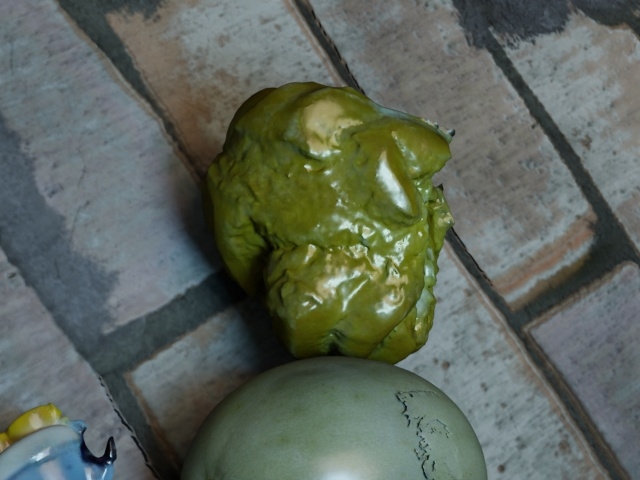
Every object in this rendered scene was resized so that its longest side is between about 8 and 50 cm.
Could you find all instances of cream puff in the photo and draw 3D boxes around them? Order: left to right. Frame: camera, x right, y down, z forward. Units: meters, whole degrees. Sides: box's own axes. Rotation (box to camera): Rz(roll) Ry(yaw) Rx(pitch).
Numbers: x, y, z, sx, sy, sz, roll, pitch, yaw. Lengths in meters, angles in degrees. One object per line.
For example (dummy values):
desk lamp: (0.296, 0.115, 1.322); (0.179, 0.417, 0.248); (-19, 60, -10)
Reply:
cream puff: (-0.006, -0.005, 1.893); (0.274, 0.323, 0.270); (19, 70, 15)

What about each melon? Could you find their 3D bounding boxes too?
melon: (0.025, 0.245, 1.773); (0.330, 0.268, 0.268); (8, 62, -38)

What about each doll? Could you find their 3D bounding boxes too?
doll: (-0.205, 0.303, 1.675); (0.177, 0.141, 0.314); (-35, 74, 4)
